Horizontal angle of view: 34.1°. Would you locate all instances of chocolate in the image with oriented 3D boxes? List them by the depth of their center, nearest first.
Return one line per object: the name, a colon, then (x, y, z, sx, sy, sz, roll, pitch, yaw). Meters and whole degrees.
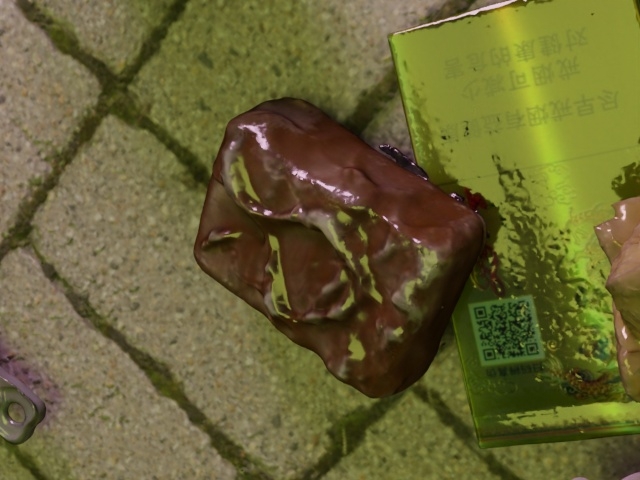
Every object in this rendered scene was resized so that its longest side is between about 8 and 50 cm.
chocolate: (0.000, 0.000, 0.742, 0.214, 0.093, 0.148, 32, 118, 23)

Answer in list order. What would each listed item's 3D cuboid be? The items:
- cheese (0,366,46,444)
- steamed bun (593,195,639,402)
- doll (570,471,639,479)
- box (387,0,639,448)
cheese: (-0.356, 0.072, 0.925, 0.286, 0.082, 0.163, 36, 112, 7)
steamed bun: (0.267, 0.042, 0.620, 0.137, 0.295, 0.292, 167, 107, -64)
doll: (0.215, 0.212, 0.704, 0.129, 0.081, 0.207, 36, 153, 17)
box: (0.163, -0.013, 0.731, 0.173, 0.043, 0.311, -11, 97, 22)
